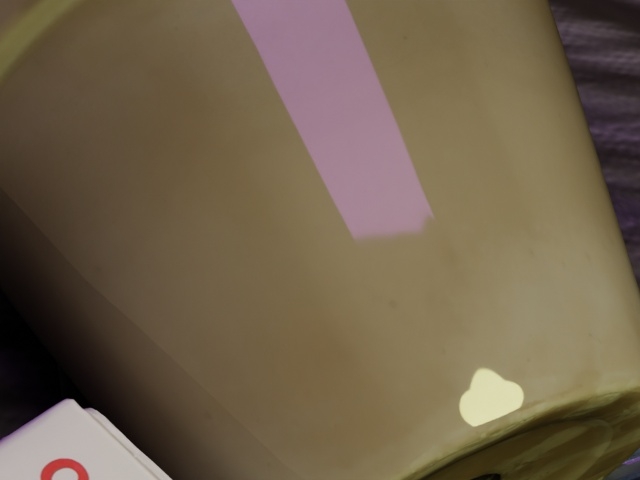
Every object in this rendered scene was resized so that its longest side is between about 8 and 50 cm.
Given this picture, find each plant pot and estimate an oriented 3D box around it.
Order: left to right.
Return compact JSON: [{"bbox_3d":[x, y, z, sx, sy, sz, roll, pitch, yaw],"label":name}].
[{"bbox_3d":[0.000,0.000,0.658,0.323,0.323,0.280,-14,61,-25],"label":"plant pot"}]

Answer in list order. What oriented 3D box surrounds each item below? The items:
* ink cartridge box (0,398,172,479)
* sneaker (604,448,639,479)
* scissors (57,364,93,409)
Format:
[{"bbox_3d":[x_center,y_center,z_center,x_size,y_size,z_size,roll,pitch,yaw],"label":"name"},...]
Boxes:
[{"bbox_3d":[-0.127,0.215,0.497,0.201,0.117,0.278,39,54,25],"label":"ink cartridge box"},{"bbox_3d":[0.222,0.138,0.682,0.226,0.086,0.163,-2,32,0],"label":"sneaker"},{"bbox_3d":[-0.094,0.130,0.688,0.109,0.021,0.297,4,42,-4],"label":"scissors"}]
